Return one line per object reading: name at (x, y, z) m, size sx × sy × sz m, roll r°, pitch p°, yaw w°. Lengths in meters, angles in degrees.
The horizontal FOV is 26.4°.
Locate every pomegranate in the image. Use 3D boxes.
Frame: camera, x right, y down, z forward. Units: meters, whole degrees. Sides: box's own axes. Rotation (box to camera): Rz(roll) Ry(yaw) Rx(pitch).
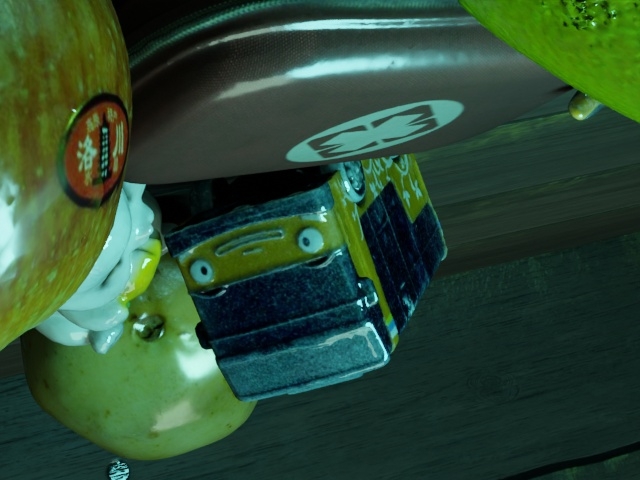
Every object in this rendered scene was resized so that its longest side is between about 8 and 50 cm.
pomegranate at (-0.188, 0.107, 1.551) m, size 0.319 × 0.319 × 0.319 m, roll -14°, pitch 171°, yaw -2°

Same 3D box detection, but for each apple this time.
apple at (-0.225, -0.042, 0.646) m, size 0.277 × 0.250 × 0.309 m, roll -20°, pitch 172°, yaw 30°

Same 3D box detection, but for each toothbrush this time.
toothbrush at (0.263, -0.155, 1.130) m, size 0.031 × 0.023 × 0.321 m, roll -54°, pitch 171°, yaw 35°

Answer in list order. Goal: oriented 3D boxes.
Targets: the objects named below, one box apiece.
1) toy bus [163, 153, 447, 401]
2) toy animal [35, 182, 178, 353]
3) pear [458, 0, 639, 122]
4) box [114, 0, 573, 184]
toy bus at (0.000, 0.000, 1.238) m, size 0.162 × 0.194 × 0.323 m, roll -16°, pitch -167°, yaw 19°
toy animal at (-0.213, -0.003, 1.092) m, size 0.154 × 0.208 × 0.325 m, roll 24°, pitch -169°, yaw 11°
pear at (0.285, -0.166, 0.765) m, size 0.399 × 0.165 × 0.399 m, roll -24°, pitch 168°, yaw -5°
box at (0.022, -0.126, 0.987) m, size 0.404 × 0.108 × 0.263 m, roll -9°, pitch 170°, yaw -36°
